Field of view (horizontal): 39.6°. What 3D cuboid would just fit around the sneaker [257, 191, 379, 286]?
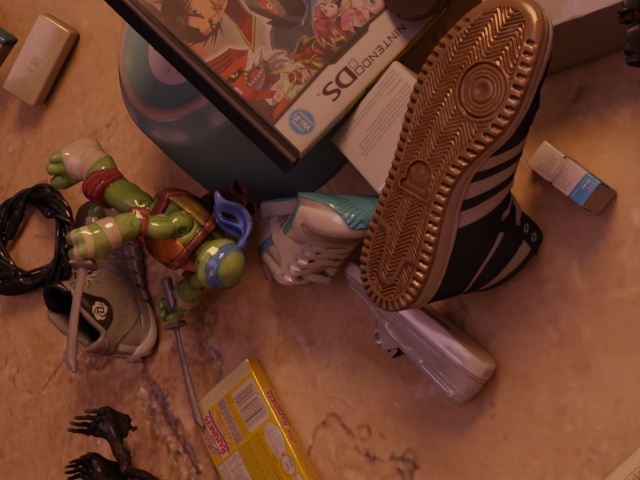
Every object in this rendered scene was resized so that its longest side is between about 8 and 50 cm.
[{"bbox_3d":[0.000,0.000,0.881,0.229,0.088,0.092,170,102,-70],"label":"sneaker"}]

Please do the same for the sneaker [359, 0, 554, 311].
[{"bbox_3d":[0.145,-0.068,0.769,0.099,0.153,0.282,41,119,38],"label":"sneaker"}]

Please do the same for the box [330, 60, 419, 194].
[{"bbox_3d":[0.089,-0.098,0.860,0.101,0.102,0.087,-50,57,17],"label":"box"}]

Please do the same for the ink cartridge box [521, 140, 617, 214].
[{"bbox_3d":[0.219,-0.061,0.795,0.083,0.048,0.028,45,108,31],"label":"ink cartridge box"}]

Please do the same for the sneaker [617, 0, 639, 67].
[{"bbox_3d":[0.303,-0.130,0.668,0.135,0.097,0.276,-12,113,21],"label":"sneaker"}]

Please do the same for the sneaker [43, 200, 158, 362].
[{"bbox_3d":[-0.282,0.038,1.078,0.086,0.132,0.228,-37,64,25],"label":"sneaker"}]

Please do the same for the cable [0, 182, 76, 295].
[{"bbox_3d":[-0.390,-0.005,1.221,0.185,0.047,0.150,-17,68,35],"label":"cable"}]

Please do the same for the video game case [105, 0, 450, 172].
[{"bbox_3d":[-0.048,-0.243,0.851,0.275,0.035,0.248,44,70,-3],"label":"video game case"}]

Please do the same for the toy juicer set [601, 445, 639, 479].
[{"bbox_3d":[0.298,0.266,0.661,0.329,0.089,0.209,27,98,35],"label":"toy juicer set"}]

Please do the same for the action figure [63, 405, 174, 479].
[{"bbox_3d":[-0.189,0.314,0.963,0.276,0.141,0.164,39,119,33],"label":"action figure"}]

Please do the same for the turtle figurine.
[{"bbox_3d":[-0.215,0.023,0.966,0.266,0.198,0.274,40,113,40],"label":"turtle figurine"}]

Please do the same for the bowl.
[{"bbox_3d":[-0.101,-0.200,0.974,0.312,0.163,0.311,-6,78,33],"label":"bowl"}]

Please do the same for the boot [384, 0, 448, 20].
[{"bbox_3d":[0.132,-0.353,0.860,0.112,0.115,0.305,6,85,41],"label":"boot"}]

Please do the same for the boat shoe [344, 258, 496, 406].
[{"bbox_3d":[0.085,0.088,0.862,0.184,0.066,0.063,38,103,23],"label":"boat shoe"}]

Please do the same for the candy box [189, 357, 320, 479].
[{"bbox_3d":[-0.064,0.240,0.956,0.105,0.027,0.205,-44,60,25],"label":"candy box"}]

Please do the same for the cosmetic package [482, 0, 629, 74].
[{"bbox_3d":[0.263,-0.242,0.765,0.238,0.107,0.127,-15,73,36],"label":"cosmetic package"}]

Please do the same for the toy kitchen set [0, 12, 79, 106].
[{"bbox_3d":[-0.451,-0.307,1.300,0.207,0.166,0.122,32,104,-3],"label":"toy kitchen set"}]
